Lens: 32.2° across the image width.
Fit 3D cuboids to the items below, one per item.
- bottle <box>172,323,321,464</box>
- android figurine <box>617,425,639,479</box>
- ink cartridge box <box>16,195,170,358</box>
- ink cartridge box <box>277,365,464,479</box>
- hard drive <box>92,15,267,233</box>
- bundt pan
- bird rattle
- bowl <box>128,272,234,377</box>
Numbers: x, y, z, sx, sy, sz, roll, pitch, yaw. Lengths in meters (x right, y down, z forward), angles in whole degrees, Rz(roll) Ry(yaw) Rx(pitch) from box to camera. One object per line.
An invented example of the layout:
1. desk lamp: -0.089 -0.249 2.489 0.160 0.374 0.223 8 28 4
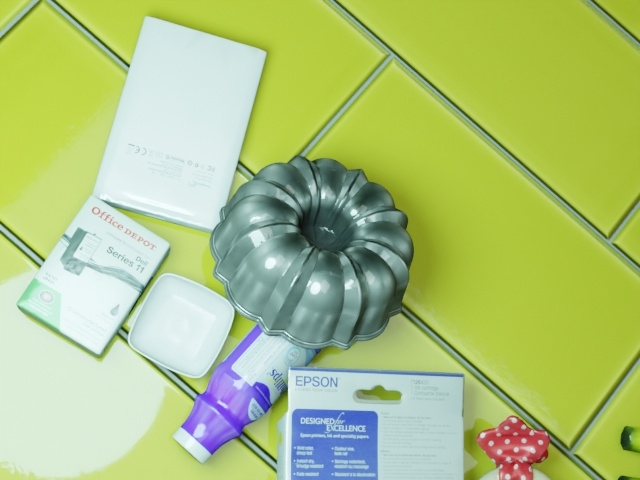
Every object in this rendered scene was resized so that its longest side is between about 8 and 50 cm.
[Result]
1. bottle: -0.112 0.221 1.728 0.092 0.118 0.283 34 73 29
2. android figurine: 0.633 0.394 1.861 0.273 0.056 0.248 9 78 -8
3. ink cartridge box: -0.351 0.056 1.732 0.153 0.087 0.208 32 75 -4
4. ink cartridge box: 0.081 0.359 1.743 0.304 0.072 0.307 5 76 -18
5. hard drive: -0.229 -0.190 1.824 0.210 0.040 0.318 15 77 -7
6. bundt pan: 0.000 0.000 1.721 0.331 0.124 0.330 10 53 -13
7. bird rattle: 0.323 0.417 1.760 0.207 0.143 0.253 -40 87 -13
8. bowl: -0.219 0.137 1.759 0.142 0.053 0.142 27 76 -3
